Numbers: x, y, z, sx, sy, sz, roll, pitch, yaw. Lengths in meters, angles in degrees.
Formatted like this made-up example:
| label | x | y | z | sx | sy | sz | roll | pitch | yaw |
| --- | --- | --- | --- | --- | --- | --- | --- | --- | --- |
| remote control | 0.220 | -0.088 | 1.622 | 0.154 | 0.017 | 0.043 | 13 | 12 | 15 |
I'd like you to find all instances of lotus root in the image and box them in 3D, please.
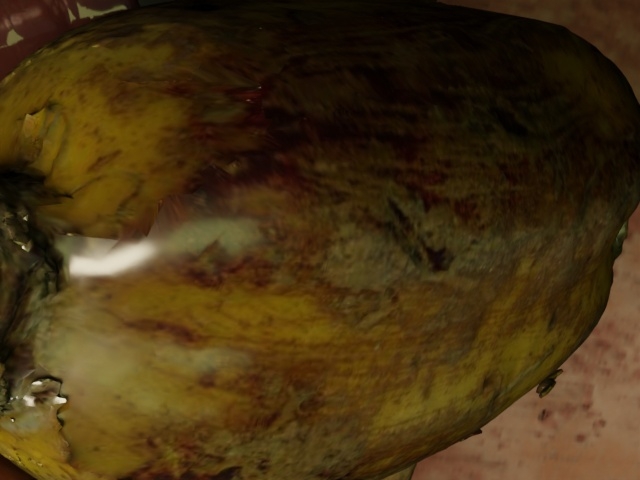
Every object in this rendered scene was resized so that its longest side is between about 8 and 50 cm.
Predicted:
| label | x | y | z | sx | sy | sz | roll | pitch | yaw |
| --- | --- | --- | --- | --- | --- | --- | --- | --- | --- |
| lotus root | 0.000 | 0.000 | 0.735 | 0.397 | 0.179 | 0.196 | -8 | 105 | -51 |

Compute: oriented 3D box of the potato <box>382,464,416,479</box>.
| label | x | y | z | sx | sy | sz | roll | pitch | yaw |
| --- | --- | --- | --- | --- | --- | --- | --- | --- | --- |
| potato | 0.025 | 0.056 | 0.919 | 0.089 | 0.100 | 0.172 | -4 | 103 | -32 |

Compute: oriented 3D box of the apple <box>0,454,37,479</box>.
| label | x | y | z | sx | sy | sz | roll | pitch | yaw |
| --- | --- | --- | --- | --- | --- | --- | --- | --- | --- |
| apple | -0.234 | 0.214 | 0.671 | 0.364 | 0.364 | 0.364 | -8 | 107 | -26 |

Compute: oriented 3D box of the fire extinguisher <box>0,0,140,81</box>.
| label | x | y | z | sx | sy | sz | roll | pitch | yaw |
| --- | --- | --- | --- | --- | --- | --- | --- | --- | --- |
| fire extinguisher | -0.237 | -0.027 | 0.750 | 0.337 | 0.135 | 0.114 | -25 | 73 | -21 |
